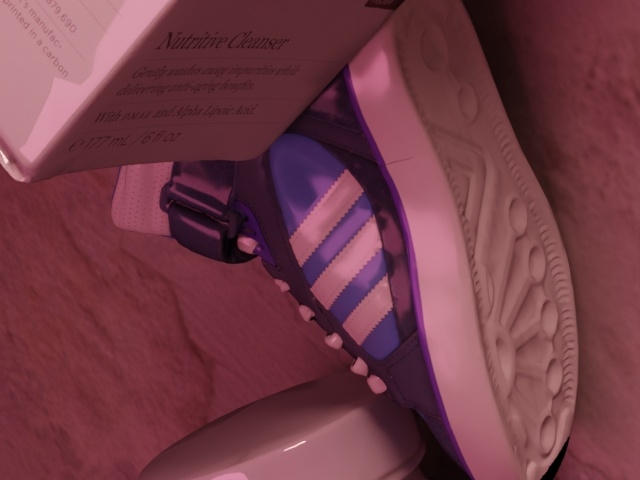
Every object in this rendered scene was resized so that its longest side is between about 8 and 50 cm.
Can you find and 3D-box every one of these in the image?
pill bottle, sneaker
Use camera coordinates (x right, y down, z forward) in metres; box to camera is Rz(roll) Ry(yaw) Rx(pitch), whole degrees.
[{"bbox_3d":[0.043,0.297,1.169,0.229,0.229,0.408,-14,101,50],"label":"pill bottle"},{"bbox_3d":[0.000,0.000,1.078,0.236,0.130,0.323,-5,115,35],"label":"sneaker"}]

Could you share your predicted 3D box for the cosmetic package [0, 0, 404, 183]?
[{"bbox_3d":[-0.003,-0.212,0.831,0.385,0.217,0.156,-45,75,25],"label":"cosmetic package"}]
